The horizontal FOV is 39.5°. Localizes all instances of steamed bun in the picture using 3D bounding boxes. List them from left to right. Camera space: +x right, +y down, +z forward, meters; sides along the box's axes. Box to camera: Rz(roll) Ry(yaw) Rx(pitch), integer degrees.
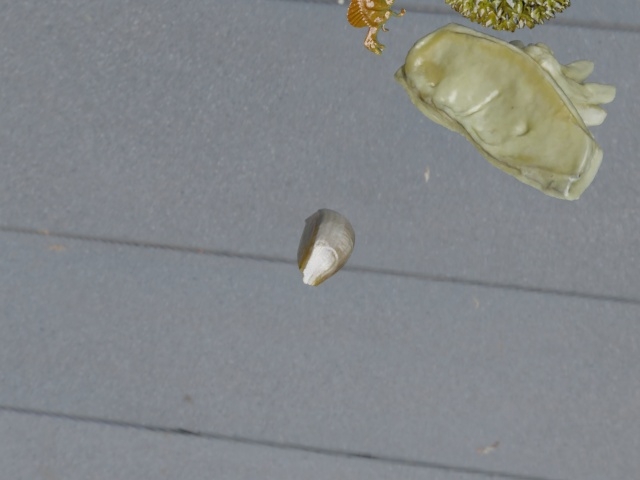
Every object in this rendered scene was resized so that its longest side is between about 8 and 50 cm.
[{"bbox_3d":[0.350,-0.248,1.552,0.247,0.428,0.189,-56,147,10],"label":"steamed bun"}]

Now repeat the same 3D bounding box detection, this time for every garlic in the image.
[{"bbox_3d":[0.010,-0.004,1.605,0.101,0.195,0.087,-39,114,21],"label":"garlic"}]

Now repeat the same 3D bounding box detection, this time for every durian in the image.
[{"bbox_3d":[0.335,-0.470,1.463,0.293,0.258,0.258,-21,129,-21],"label":"durian"}]

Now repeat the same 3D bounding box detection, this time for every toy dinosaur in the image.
[{"bbox_3d":[0.093,-0.476,1.775,0.212,0.057,0.142,31,107,-39],"label":"toy dinosaur"}]
